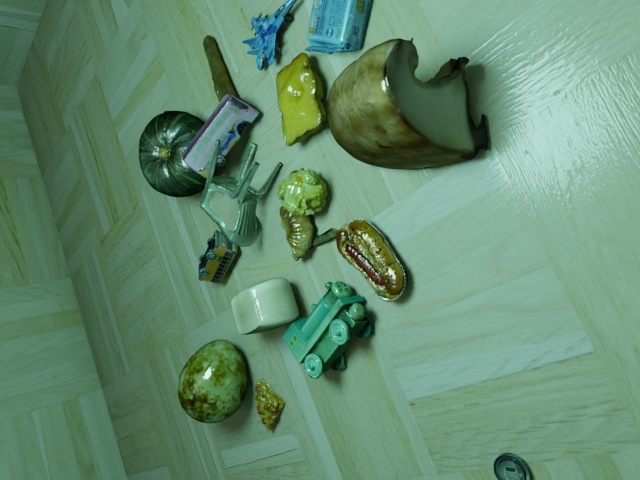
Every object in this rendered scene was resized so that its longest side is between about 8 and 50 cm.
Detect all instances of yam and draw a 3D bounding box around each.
[{"bbox_3d":[0.000,0.000,1.433,0.033,0.027,0.129,38,140,-20],"label":"yam"}]

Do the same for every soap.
[{"bbox_3d":[0.056,-0.621,1.251,0.156,0.077,0.293,29,114,38],"label":"soap"}]

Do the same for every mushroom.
[{"bbox_3d":[0.117,-0.272,1.112,0.397,0.313,0.224,-2,91,49],"label":"mushroom"}]

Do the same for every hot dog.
[{"bbox_3d":[0.135,0.047,1.282,0.253,0.069,0.131,51,126,24],"label":"hot dog"}]

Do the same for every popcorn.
[{"bbox_3d":[-0.049,-0.134,1.389,0.135,0.141,0.162,41,156,-13],"label":"popcorn"}]

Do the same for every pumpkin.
[{"bbox_3d":[-0.491,-0.302,1.724,0.300,0.207,0.300,4,98,25],"label":"pumpkin"}]

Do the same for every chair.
[{"bbox_3d":[-0.248,-0.146,1.531,0.190,0.203,0.275,35,114,22],"label":"chair"}]

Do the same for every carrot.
[{"bbox_3d":[-0.338,-0.551,1.646,0.070,0.070,0.342,-35,71,41],"label":"carrot"}]

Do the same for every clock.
[{"bbox_3d":[0.432,0.521,1.106,0.085,0.017,0.085,8,102,43],"label":"clock"}]

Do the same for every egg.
[{"bbox_3d":[-0.372,0.487,1.715,0.238,0.238,0.290,9,89,42],"label":"egg"}]

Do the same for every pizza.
[{"bbox_3d":[-0.180,0.554,1.671,0.134,0.046,0.175,-33,73,41],"label":"pizza"}]

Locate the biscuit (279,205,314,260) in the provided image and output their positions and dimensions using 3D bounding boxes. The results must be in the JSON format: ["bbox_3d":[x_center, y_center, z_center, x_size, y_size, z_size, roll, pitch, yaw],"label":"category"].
[{"bbox_3d":[-0.077,-0.039,1.460,0.118,0.061,0.183,-36,59,35],"label":"biscuit"}]

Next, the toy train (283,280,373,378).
[{"bbox_3d":[0.018,0.251,1.394,0.194,0.120,0.298,54,128,30],"label":"toy train"}]

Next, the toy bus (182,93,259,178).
[{"bbox_3d":[-0.317,-0.332,1.556,0.274,0.112,0.090,-50,33,8],"label":"toy bus"}]

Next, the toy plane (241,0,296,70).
[{"bbox_3d":[-0.135,-0.622,1.436,0.246,0.078,0.169,-33,74,34],"label":"toy plane"}]

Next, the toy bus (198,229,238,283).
[{"bbox_3d":[-0.359,0.060,1.726,0.182,0.103,0.091,-58,29,32],"label":"toy bus"}]

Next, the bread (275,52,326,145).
[{"bbox_3d":[-0.051,-0.396,1.384,0.160,0.088,0.233,-17,82,39],"label":"bread"}]

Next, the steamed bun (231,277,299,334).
[{"bbox_3d":[-0.163,0.203,1.517,0.241,0.164,0.146,-36,70,60],"label":"steamed bun"}]
